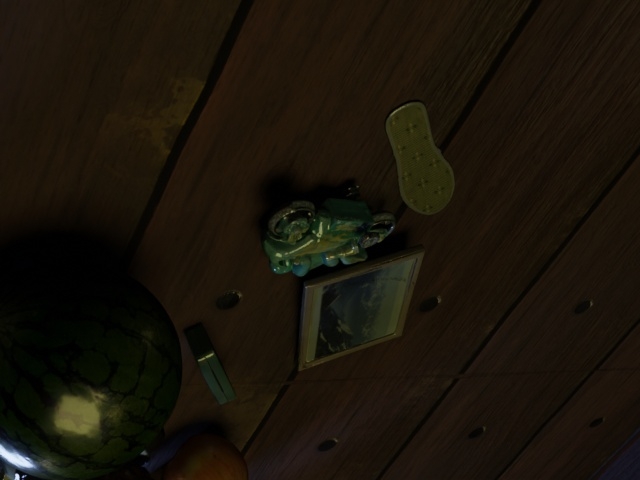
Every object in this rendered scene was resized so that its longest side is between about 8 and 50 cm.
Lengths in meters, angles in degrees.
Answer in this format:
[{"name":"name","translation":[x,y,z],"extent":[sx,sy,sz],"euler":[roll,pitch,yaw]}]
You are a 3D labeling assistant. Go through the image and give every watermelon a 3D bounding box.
[{"name":"watermelon","translation":[-0.387,0.195,1.548],"extent":[0.363,0.363,0.363],"euler":[-18,141,-15]}]

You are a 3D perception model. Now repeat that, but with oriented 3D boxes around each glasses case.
[{"name":"glasses case","translation":[-0.210,0.240,1.919],"extent":[0.039,0.078,0.184],"euler":[-25,143,-7]}]

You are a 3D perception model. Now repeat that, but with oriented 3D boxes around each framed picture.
[{"name":"framed picture","translation":[0.072,0.139,1.996],"extent":[0.247,0.022,0.335],"euler":[-17,149,-16]}]

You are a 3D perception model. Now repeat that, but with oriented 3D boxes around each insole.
[{"name":"insole","translation":[0.180,-0.139,1.796],"extent":[0.109,0.007,0.322],"euler":[-29,144,-2]}]

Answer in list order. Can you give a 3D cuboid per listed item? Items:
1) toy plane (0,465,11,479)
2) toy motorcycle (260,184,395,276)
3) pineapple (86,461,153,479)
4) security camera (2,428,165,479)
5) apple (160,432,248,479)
[{"name":"toy plane","translation":[-0.649,0.522,1.931],"extent":[0.244,0.092,0.229],"euler":[-48,159,4]},{"name":"toy motorcycle","translation":[0.001,0.000,1.756],"extent":[0.296,0.109,0.198],"euler":[1,145,-42]},{"name":"pineapple","translation":[-0.507,0.579,2.045],"extent":[0.361,0.175,0.175],"euler":[-19,142,-13]},{"name":"security camera","translation":[-0.437,0.333,1.791],"extent":[0.277,0.191,0.197],"euler":[-22,144,-7]},{"name":"apple","translation":[-0.250,0.508,2.118],"extent":[0.209,0.164,0.209],"euler":[-42,164,-15]}]
